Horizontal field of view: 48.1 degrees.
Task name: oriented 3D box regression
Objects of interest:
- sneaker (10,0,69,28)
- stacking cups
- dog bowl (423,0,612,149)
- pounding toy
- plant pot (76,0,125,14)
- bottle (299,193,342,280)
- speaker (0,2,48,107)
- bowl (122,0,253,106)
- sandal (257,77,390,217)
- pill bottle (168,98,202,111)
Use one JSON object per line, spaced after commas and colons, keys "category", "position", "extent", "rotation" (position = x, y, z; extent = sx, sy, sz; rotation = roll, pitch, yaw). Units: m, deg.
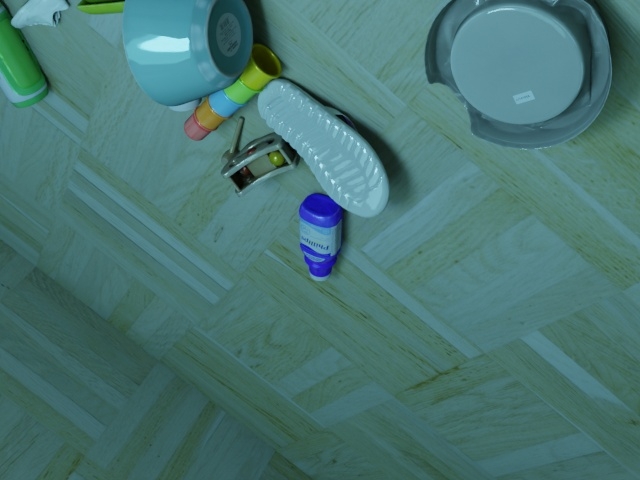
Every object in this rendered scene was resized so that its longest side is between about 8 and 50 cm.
{"category": "sneaker", "position": [-0.748, -0.602, 1.918], "extent": [0.212, 0.080, 0.094], "rotation": [-15, 133, 43]}
{"category": "stacking cups", "position": [-0.230, -0.348, 1.737], "extent": [0.316, 0.096, 0.096], "rotation": [-31, 110, 37]}
{"category": "dog bowl", "position": [0.374, -0.341, 1.348], "extent": [0.348, 0.102, 0.349], "rotation": [21, 141, 18]}
{"category": "pounding toy", "position": [-0.187, -0.221, 1.846], "extent": [0.269, 0.154, 0.155], "rotation": [-13, 123, 43]}
{"category": "plant pot", "position": [-0.448, -0.624, 1.555], "extent": [0.227, 0.228, 0.207], "rotation": [6, 142, 31]}
{"category": "bottle", "position": [0.000, 0.000, 1.997], "extent": [0.118, 0.092, 0.283], "rotation": [22, 141, 18]}
{"category": "speaker", "position": [-0.899, -0.534, 2.052], "extent": [0.131, 0.131, 0.297], "rotation": [7, 135, 30]}
{"category": "bowl", "position": [-0.258, -0.441, 1.536], "extent": [0.163, 0.312, 0.312], "rotation": [9, 136, 27]}
{"category": "sandal", "position": [0.027, -0.240, 1.725], "extent": [0.416, 0.102, 0.169], "rotation": [48, 127, 3]}
{"category": "pill bottle", "position": [-0.354, -0.446, 1.732], "extent": [0.146, 0.146, 0.264], "rotation": [17, 139, 21]}
